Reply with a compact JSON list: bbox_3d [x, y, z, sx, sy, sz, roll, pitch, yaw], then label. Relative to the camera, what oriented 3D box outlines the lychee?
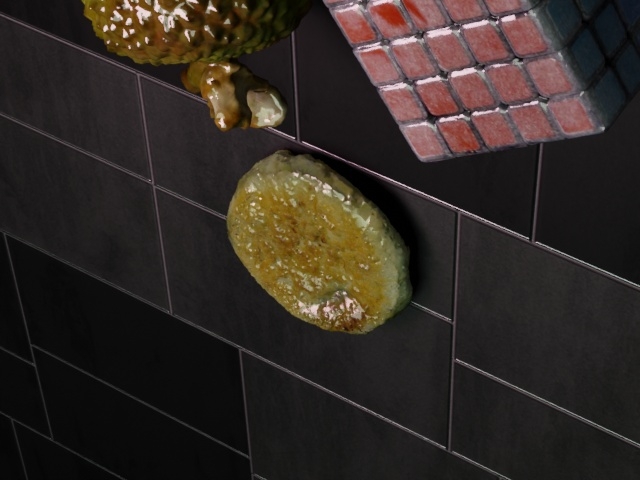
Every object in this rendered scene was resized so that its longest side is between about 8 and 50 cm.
[{"bbox_3d":[-0.126,-0.288,1.824,0.270,0.270,0.320,27,112,20],"label":"lychee"}]

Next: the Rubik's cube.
[{"bbox_3d":[0.174,-0.240,1.607,0.238,0.237,0.237,-5,127,45],"label":"Rubik's cube"}]

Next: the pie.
[{"bbox_3d":[0.000,0.000,2.189,0.277,0.078,0.277,22,137,22],"label":"pie"}]
